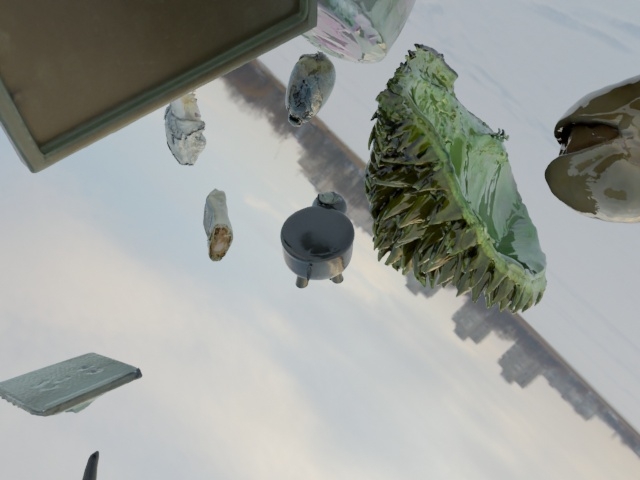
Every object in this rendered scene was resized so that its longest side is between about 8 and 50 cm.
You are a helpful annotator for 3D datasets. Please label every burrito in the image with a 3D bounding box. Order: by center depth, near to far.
[{"bbox_3d":[-0.254,-0.050,1.445,0.061,0.087,0.226,16,-149,-24],"label":"burrito"}]

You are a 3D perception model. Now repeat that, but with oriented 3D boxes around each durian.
[{"bbox_3d":[0.150,-0.043,0.573,0.163,0.198,0.394,27,177,37],"label":"durian"}]

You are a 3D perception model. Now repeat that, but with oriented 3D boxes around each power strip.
[{"bbox_3d":[-0.474,0.286,1.120,0.198,0.064,0.213,7,-164,41],"label":"power strip"}]

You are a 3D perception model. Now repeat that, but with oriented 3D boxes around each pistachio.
[{"bbox_3d":[0.227,-0.065,0.438,0.113,0.113,0.149,45,-175,2],"label":"pistachio"}]

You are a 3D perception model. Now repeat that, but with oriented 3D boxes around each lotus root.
[{"bbox_3d":[-0.023,-0.277,1.101,0.088,0.165,0.088,15,-139,-14],"label":"lotus root"}]

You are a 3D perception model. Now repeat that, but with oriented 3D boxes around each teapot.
[{"bbox_3d":[0.027,-0.334,0.683,0.163,0.178,0.222,25,173,47],"label":"teapot"}]

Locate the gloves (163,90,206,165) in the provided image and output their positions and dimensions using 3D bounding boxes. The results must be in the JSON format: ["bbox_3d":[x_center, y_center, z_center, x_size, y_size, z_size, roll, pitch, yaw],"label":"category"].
[{"bbox_3d":[-0.259,-0.210,1.112,0.153,0.071,0.114,120,132,-67],"label":"gloves"}]

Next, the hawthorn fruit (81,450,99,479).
[{"bbox_3d":[-0.239,0.376,0.517,0.285,0.285,0.368,36,-130,-43],"label":"hawthorn fruit"}]

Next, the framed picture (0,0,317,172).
[{"bbox_3d":[-0.127,-0.271,0.382,0.028,0.326,0.446,43,154,24],"label":"framed picture"}]

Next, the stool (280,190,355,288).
[{"bbox_3d":[0.009,0.003,1.290,0.153,0.228,0.139,30,148,22],"label":"stool"}]
